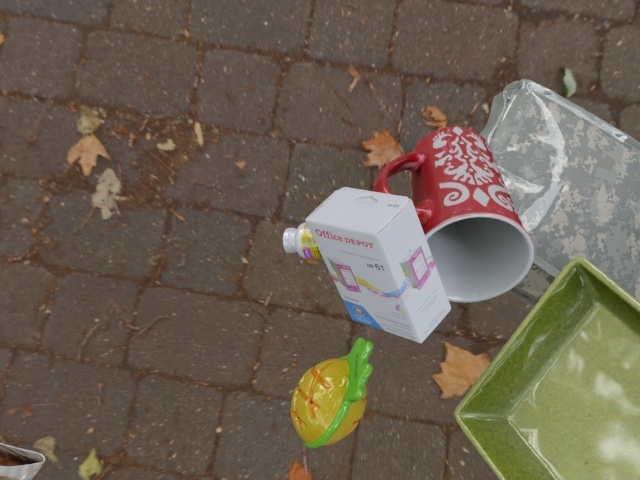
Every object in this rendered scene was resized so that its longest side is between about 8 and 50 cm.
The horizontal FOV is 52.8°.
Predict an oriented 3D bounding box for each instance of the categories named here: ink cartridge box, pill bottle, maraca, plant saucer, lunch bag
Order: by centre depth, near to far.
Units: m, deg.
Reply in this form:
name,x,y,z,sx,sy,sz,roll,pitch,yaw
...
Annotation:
name,x,y,z,sx,sy,sz,roll,pitch,yaw
plant saucer,0.219,0.140,0.505,0.188,0.045,0.188,-59,38,20
ink cartridge box,0.051,0.020,0.564,0.089,0.122,0.052,12,45,47
pill bottle,0.000,0.000,0.757,0.083,0.043,0.043,-1,80,21
lunch bag,0.305,-0.046,0.868,0.287,0.169,0.235,32,75,-17
maraca,0.021,0.214,0.903,0.099,0.127,0.185,25,124,-16

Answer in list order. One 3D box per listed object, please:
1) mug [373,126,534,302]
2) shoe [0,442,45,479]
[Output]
name,x,y,z,sx,sy,sz,roll,pitch,yaw
mug,0.135,-0.047,0.656,0.113,0.150,0.169,-27,35,24
shoe,-0.599,0.386,1.166,0.058,0.219,0.076,-35,47,11
